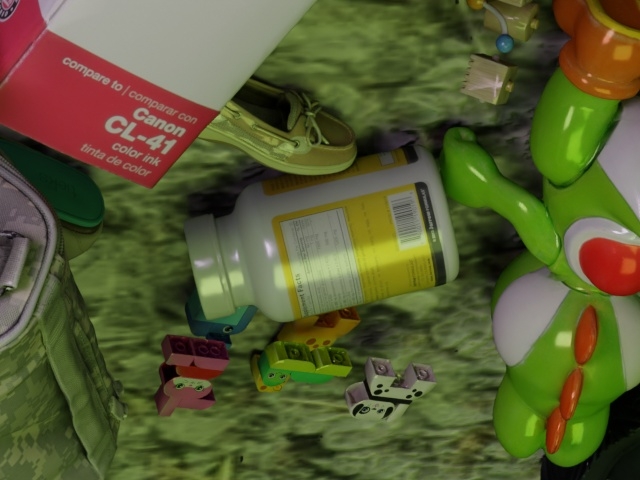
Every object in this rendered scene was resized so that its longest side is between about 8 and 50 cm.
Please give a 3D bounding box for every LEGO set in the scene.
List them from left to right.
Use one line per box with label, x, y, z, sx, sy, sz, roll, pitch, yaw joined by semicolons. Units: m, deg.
LEGO set;-0.038;0.096;1.478;0.227;0.087;0.093;9;132;-29

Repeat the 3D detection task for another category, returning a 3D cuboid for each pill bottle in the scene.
pill bottle;0.000;0.000;1.382;0.184;0.103;0.103;-13;134;-1

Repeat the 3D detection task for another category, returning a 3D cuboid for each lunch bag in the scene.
lunch bag;-0.258;0.053;1.171;0.256;0.213;0.305;17;155;9

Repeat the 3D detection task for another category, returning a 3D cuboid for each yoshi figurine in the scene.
yoshi figurine;0.197;-0.016;1.405;0.203;0.203;0.362;-19;132;-48

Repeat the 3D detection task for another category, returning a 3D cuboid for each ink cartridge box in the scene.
ink cartridge box;-0.068;-0.217;1.082;0.131;0.226;0.306;28;121;-33

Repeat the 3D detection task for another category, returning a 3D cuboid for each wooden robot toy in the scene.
wooden robot toy;0.109;-0.181;1.281;0.079;0.076;0.173;20;119;19

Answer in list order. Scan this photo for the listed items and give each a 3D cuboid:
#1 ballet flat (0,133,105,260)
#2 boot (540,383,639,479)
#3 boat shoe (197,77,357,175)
ballet flat;-0.254;-0.049;1.296;0.086;0.086;0.248;-38;129;21
boot;0.323;0.161;1.612;0.207;0.094;0.246;11;135;-18
boat shoe;-0.039;-0.088;1.326;0.153;0.056;0.048;19;130;-19
